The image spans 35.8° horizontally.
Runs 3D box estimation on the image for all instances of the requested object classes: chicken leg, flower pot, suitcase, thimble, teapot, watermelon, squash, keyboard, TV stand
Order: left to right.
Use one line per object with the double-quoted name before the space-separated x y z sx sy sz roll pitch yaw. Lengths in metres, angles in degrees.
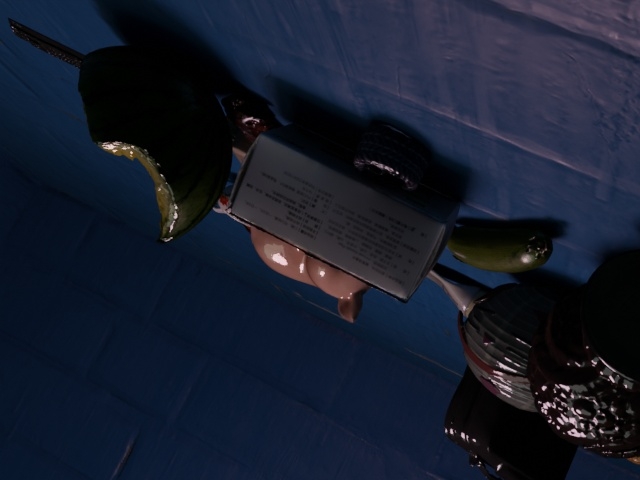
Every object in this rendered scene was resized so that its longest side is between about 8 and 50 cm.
"keyboard" -0.527 -0.378 1.957 0.196 0.015 0.074 26 169 8
"watermelon" -0.240 -0.176 1.613 0.189 0.331 0.331 -13 160 9
"TV stand" -0.187 -0.194 1.894 0.036 0.042 0.249 27 170 -9
"teapot" -0.170 -0.078 2.274 0.226 0.092 0.145 19 164 47
"chicken leg" -0.098 -0.188 1.666 0.089 0.048 0.219 20 168 33
"thimble" 0.103 -0.120 1.435 0.104 0.066 0.095 22 170 18
"squash" 0.286 0.011 1.583 0.318 0.071 0.080 11 119 66
"suitcase" 0.441 0.361 2.136 0.188 0.339 0.345 12 161 45
"flower pot" 0.437 0.150 1.395 0.266 0.266 0.267 25 157 15

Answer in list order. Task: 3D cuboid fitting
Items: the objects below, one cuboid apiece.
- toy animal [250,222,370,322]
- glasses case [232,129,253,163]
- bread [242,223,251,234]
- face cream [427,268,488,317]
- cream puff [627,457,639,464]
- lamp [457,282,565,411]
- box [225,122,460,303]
"toy animal" 0.003 0.000 1.999 0.256 0.195 0.213 22 143 22
"glasses case" -0.113 -0.155 1.816 0.083 0.050 0.196 31 176 7
"bread" -0.097 -0.008 2.464 0.269 0.095 0.139 39 174 31
"face cream" 0.270 0.096 2.088 0.224 0.070 0.114 33 173 25
"cream puff" 0.639 0.330 1.956 0.183 0.183 0.169 17 149 48
"lamp" 0.380 0.185 1.778 0.265 0.233 0.233 29 172 39
"box" 0.036 -0.052 1.551 0.333 0.145 0.173 27 -164 9
